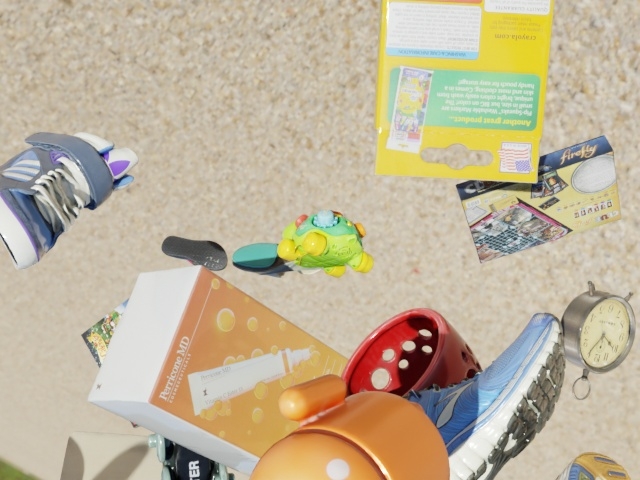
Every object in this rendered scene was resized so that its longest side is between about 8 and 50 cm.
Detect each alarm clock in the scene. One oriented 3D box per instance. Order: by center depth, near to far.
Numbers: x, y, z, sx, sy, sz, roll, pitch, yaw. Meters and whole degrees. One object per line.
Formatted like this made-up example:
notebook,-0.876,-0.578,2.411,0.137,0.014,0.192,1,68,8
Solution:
alarm clock,0.439,0.165,1.419,0.129,0.192,0.064,15,178,-31

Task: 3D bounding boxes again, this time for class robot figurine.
robot figurine,0.025,0.199,0.703,0.128,0.158,0.219,16,-165,27

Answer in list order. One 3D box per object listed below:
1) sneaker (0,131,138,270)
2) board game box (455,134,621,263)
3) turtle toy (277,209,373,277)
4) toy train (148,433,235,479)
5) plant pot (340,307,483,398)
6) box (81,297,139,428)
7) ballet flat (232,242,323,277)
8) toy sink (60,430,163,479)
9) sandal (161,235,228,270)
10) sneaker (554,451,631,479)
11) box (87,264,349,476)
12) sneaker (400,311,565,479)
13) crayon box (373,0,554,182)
sneaker,-0.384,-0.085,1.330,0.323,0.236,0.130,37,150,62
board game box,0.356,-0.062,1.427,0.243,0.042,0.165,-18,136,8
turtle toy,0.000,0.000,1.026,0.095,0.066,0.130,22,160,-34
toy train,-0.231,0.413,1.576,0.142,0.334,0.190,-5,-171,-12
plant pot,0.146,0.218,1.227,0.174,0.191,0.191,47,151,-24
box,-0.379,0.250,1.837,0.233,0.159,0.044,57,-165,11
ballet flat,-0.064,0.040,1.614,0.213,0.072,0.068,-8,132,28
toy sink,-0.402,0.494,1.781,0.234,0.153,0.131,6,124,-10
sandal,-0.288,0.030,2.052,0.179,0.067,0.040,15,159,24
sneaker,0.320,0.418,1.088,0.112,0.296,0.131,22,146,-1
box,-0.142,0.215,1.354,0.168,0.215,0.345,-9,145,46
sneaker,0.168,0.201,1.043,0.147,0.330,0.130,33,160,35
crayon box,0.171,-0.238,1.071,0.203,0.323,0.083,3,-172,1
